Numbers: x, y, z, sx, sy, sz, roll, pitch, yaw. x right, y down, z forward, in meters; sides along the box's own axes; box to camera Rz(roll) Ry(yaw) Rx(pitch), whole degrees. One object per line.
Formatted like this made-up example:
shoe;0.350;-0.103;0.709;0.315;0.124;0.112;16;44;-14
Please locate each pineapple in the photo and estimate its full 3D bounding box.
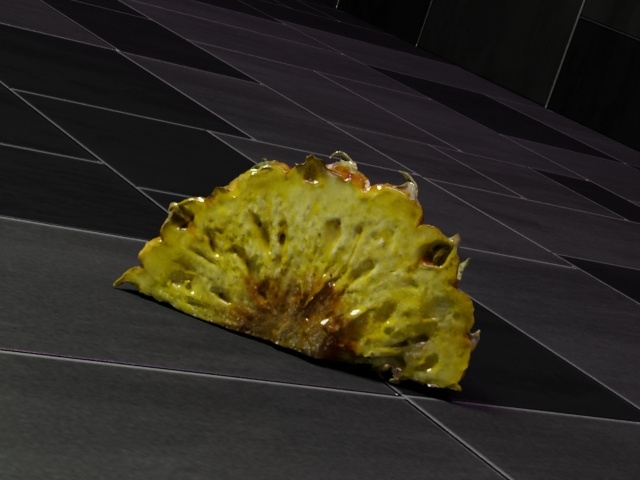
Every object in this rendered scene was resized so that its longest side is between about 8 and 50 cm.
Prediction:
pineapple;0.006;0.002;1.238;0.249;0.140;0.164;17;10;9
